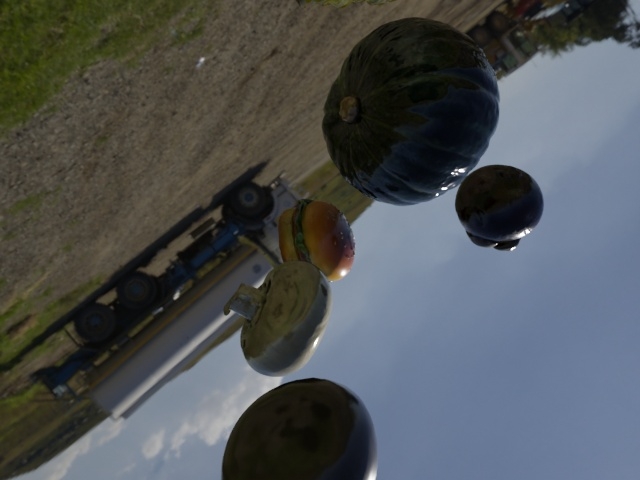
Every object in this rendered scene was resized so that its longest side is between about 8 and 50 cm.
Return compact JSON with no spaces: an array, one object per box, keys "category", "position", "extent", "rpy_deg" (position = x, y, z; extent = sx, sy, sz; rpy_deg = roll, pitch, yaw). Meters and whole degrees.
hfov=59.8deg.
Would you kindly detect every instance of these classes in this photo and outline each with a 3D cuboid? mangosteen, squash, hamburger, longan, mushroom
[{"category":"mangosteen","position":[0.411,-0.078,1.293],"extent":[0.210,0.210,0.210],"rpy_deg":[-37,-175,4]},{"category":"squash","position":[0.099,-0.144,0.640],"extent":[0.172,0.218,0.218],"rpy_deg":[-15,171,-36]},{"category":"hamburger","position":[0.000,0.002,1.486],"extent":[0.170,0.246,0.246],"rpy_deg":[-14,-167,18]},{"category":"longan","position":[-0.027,0.270,0.678],"extent":[0.212,0.198,0.198],"rpy_deg":[-42,-175,2]},{"category":"mushroom","position":[-0.088,0.149,1.108],"extent":[0.246,0.202,0.246],"rpy_deg":[-54,-159,33]}]

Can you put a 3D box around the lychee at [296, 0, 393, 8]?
[{"category":"lychee","position":[0.059,-0.258,0.247],"extent":[0.319,0.270,0.270],"rpy_deg":[-68,172,22]}]
